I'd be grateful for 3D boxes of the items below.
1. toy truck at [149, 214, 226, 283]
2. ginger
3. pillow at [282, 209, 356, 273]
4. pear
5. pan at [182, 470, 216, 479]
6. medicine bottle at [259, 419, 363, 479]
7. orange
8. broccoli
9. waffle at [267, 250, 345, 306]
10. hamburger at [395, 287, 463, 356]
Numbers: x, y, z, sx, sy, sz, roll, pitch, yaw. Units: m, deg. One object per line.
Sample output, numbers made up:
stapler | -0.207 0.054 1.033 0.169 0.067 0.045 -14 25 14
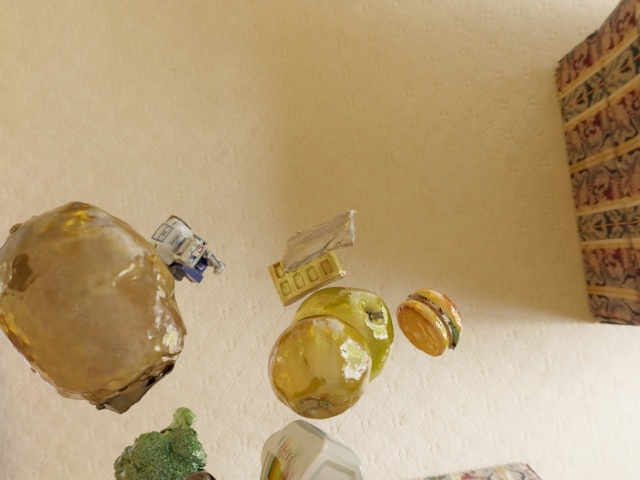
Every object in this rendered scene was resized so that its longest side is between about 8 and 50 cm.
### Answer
toy truck | -0.406 0.039 1.342 0.177 0.213 0.161 17 65 36
ginger | -0.307 0.068 0.579 0.200 0.269 0.223 -49 123 -8
pillow | 0.000 0.000 1.441 0.270 0.173 0.067 -22 126 12
pear | 0.061 0.338 1.515 0.362 0.362 0.418 43 124 4
pan | -0.221 0.571 0.899 0.212 0.040 0.115 35 91 26
medicine bottle | -0.036 0.449 0.847 0.124 0.324 0.179 27 73 -8
orange | -0.002 0.332 1.154 0.279 0.235 0.279 -9 125 -13
broccoli | -0.422 0.590 1.223 0.269 0.269 0.254 5 117 2
waffle | -0.058 0.114 1.626 0.274 0.057 0.168 -29 68 11
hamburger | 0.397 0.282 1.571 0.170 0.246 0.246 -36 86 -22
